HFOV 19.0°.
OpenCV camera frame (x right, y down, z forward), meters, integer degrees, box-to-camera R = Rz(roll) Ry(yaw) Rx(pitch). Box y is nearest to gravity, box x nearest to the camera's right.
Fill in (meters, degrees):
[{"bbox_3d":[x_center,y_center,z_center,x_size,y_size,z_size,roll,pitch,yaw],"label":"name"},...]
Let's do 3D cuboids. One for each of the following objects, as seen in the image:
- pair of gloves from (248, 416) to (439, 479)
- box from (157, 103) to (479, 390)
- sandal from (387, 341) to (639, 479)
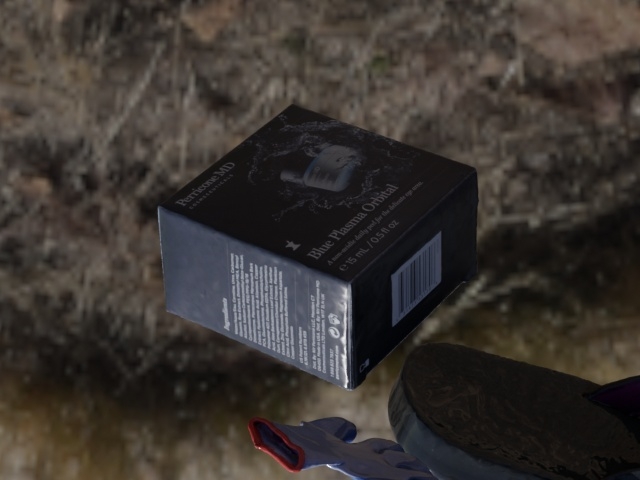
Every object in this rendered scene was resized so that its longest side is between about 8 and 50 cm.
[{"bbox_3d":[0.052,0.161,1.142,0.159,0.198,0.023,16,107,-49],"label":"pair of gloves"},{"bbox_3d":[0.000,0.000,1.289,0.158,0.156,0.093,21,132,29],"label":"box"},{"bbox_3d":[0.272,0.157,1.442,0.445,0.167,0.107,14,124,-18],"label":"sandal"}]
